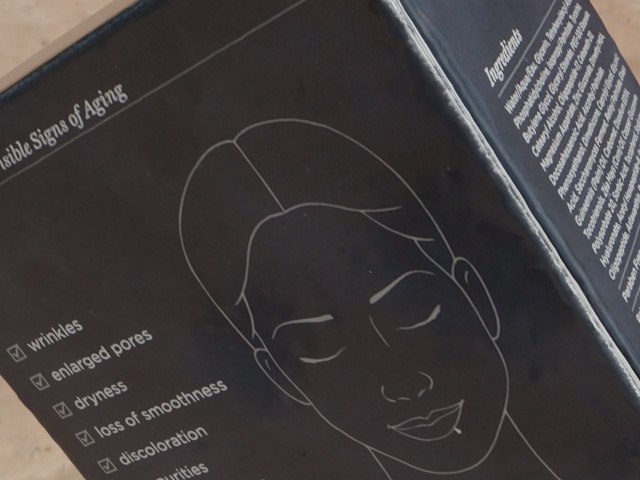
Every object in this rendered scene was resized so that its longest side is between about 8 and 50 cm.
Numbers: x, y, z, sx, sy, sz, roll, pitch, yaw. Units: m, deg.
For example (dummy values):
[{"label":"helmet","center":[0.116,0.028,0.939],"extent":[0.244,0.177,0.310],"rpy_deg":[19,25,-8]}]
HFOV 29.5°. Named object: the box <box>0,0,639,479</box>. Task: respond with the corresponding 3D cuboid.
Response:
[{"label":"box","center":[0.000,0.000,0.939],"extent":[0.472,0.480,0.297],"rpy_deg":[55,36,-17]}]
